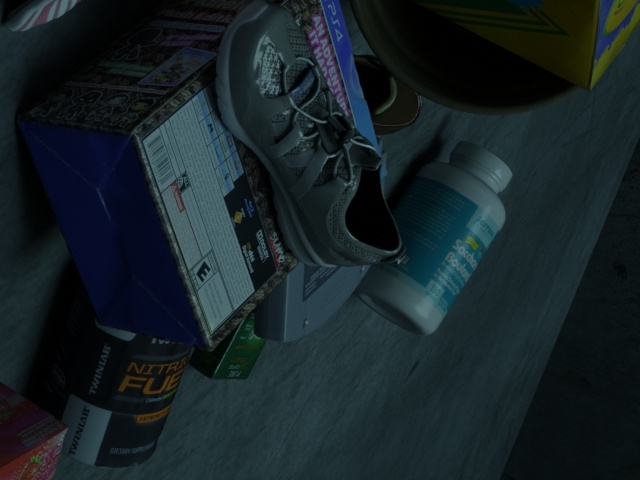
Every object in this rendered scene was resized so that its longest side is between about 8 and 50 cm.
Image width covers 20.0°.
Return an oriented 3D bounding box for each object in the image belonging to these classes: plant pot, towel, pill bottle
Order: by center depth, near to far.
[{"bbox_3d":[-0.148,-0.230,1.463,0.144,0.029,0.197,-25,-170,46],"label":"towel"},{"bbox_3d":[-0.192,0.095,1.811,0.130,0.130,0.245,-28,143,-58],"label":"pill bottle"},{"bbox_3d":[0.207,-0.328,2.018,0.280,0.323,0.323,-58,172,-69],"label":"plant pot"},{"bbox_3d":[0.164,-0.009,2.563,0.264,0.146,0.146,-57,161,-10],"label":"pill bottle"}]

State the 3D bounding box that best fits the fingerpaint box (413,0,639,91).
[{"bbox_3d":[0.216,-0.415,1.733,0.445,0.371,0.163,-53,160,-22],"label":"fingerpaint box"}]

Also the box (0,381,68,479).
[{"bbox_3d":[-0.353,0.227,1.597,0.257,0.122,0.128,-29,143,-58],"label":"box"}]

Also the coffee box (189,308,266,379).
[{"bbox_3d":[-0.084,0.083,2.216,0.184,0.040,0.113,-63,161,7],"label":"coffee box"}]

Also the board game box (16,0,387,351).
[{"bbox_3d":[-0.097,-0.085,1.644,0.291,0.141,0.232,-45,131,-38],"label":"board game box"}]

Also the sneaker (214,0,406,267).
[{"bbox_3d":[0.004,-0.091,1.559,0.105,0.115,0.281,-54,136,-30],"label":"sneaker"}]

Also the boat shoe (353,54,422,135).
[{"bbox_3d":[0.044,-0.157,1.985,0.257,0.095,0.095,7,99,-52],"label":"boat shoe"}]

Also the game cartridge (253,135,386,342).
[{"bbox_3d":[0.000,0.000,2.190,0.294,0.060,0.196,-41,136,-57],"label":"game cartridge"}]
